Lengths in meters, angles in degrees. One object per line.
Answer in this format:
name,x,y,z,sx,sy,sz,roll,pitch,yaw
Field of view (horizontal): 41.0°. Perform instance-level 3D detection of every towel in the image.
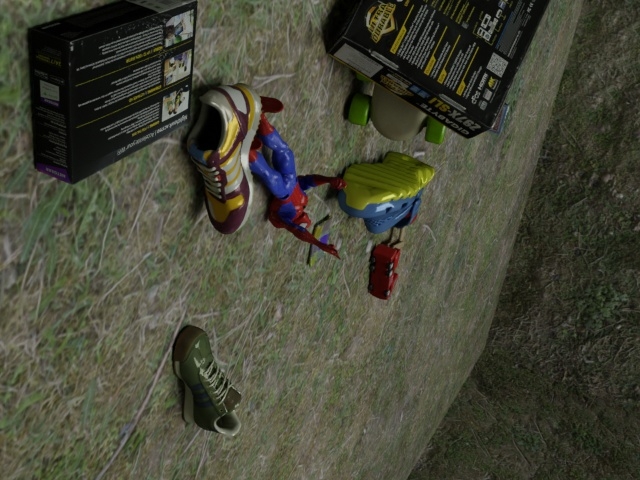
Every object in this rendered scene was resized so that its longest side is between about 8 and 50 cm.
towel,0.000,0.000,1.465,0.060,0.009,0.083,-36,142,-58

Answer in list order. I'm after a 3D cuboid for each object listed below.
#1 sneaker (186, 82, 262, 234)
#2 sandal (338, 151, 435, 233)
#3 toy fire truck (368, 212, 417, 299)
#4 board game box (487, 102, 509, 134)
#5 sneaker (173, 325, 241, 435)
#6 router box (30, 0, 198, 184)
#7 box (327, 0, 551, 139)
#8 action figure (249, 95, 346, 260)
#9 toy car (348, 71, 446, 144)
sneaker,-0.122,-0.089,0.992,0.084,0.070,0.185,-24,127,-51
sandal,0.118,-0.070,1.545,0.317,0.126,0.138,-20,132,-63
toy fire truck,0.154,0.021,1.833,0.135,0.047,0.192,-54,156,-39
board game box,0.270,-0.261,1.628,0.194,0.194,0.060,-28,136,-60
sneaker,-0.145,0.199,1.178,0.064,0.086,0.192,-50,153,-41
router box,-0.184,-0.145,0.786,0.179,0.046,0.133,-41,147,-52
box,0.195,-0.351,1.261,0.322,0.257,0.079,-64,-168,-13
action figure,-0.023,-0.071,1.161,0.091,0.139,0.280,-61,161,-18
toy car,0.148,-0.259,1.406,0.188,0.155,0.149,-60,163,-58
